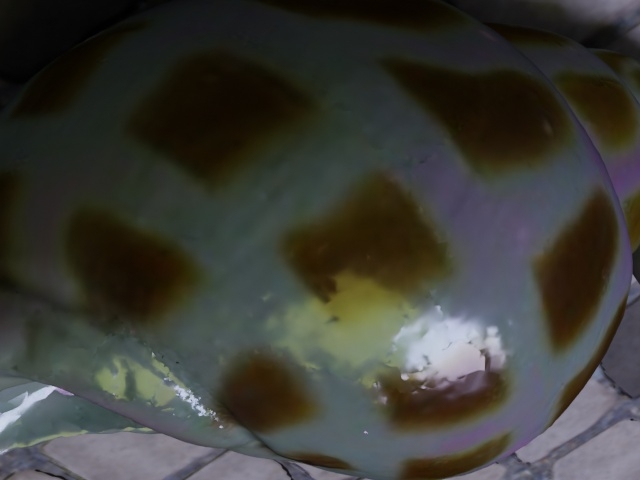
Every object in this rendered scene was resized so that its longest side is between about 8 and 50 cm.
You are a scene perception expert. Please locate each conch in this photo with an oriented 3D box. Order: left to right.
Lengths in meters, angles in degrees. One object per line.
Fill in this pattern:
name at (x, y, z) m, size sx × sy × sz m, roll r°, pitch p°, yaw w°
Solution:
conch at (-0.001, 0.000, 0.632) m, size 0.368 × 0.197 × 0.249 m, roll 5°, pitch 168°, yaw -27°

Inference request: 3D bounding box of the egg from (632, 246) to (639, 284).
egg at (0.207, -0.018, 0.735) m, size 0.135 × 0.103 × 0.103 m, roll -34°, pitch 133°, yaw 15°
